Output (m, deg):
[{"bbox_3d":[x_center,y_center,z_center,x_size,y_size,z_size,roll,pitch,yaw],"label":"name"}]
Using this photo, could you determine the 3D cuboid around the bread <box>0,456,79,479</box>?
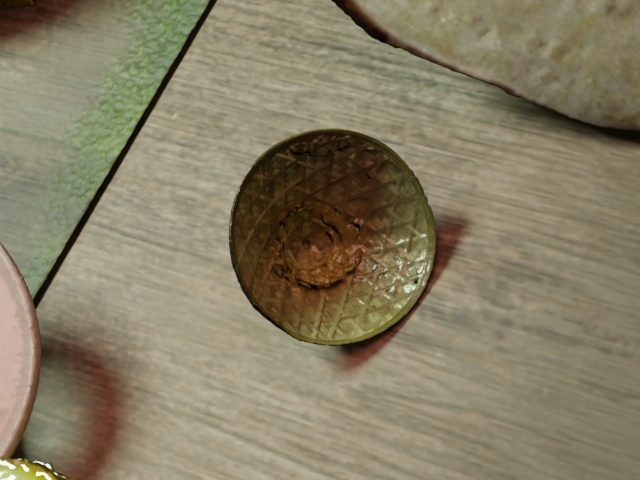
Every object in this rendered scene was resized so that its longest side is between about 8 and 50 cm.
[{"bbox_3d":[-0.148,0.245,1.066,0.257,0.124,0.186,16,72,24],"label":"bread"}]

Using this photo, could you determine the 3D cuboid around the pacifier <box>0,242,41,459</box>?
[{"bbox_3d":[-0.348,0.096,1.162,0.332,0.273,0.220,-22,40,2],"label":"pacifier"}]

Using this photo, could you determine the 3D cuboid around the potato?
[{"bbox_3d":[0.160,-0.291,1.235,0.397,0.290,0.296,16,35,4],"label":"potato"}]

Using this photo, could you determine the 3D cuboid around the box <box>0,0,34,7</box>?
[{"bbox_3d":[-0.302,-0.225,1.452,0.156,0.022,0.089,-5,57,14],"label":"box"}]

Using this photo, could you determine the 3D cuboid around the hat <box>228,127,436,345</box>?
[{"bbox_3d":[0.000,0.000,1.206,0.146,0.067,0.146,1,85,-18],"label":"hat"}]
